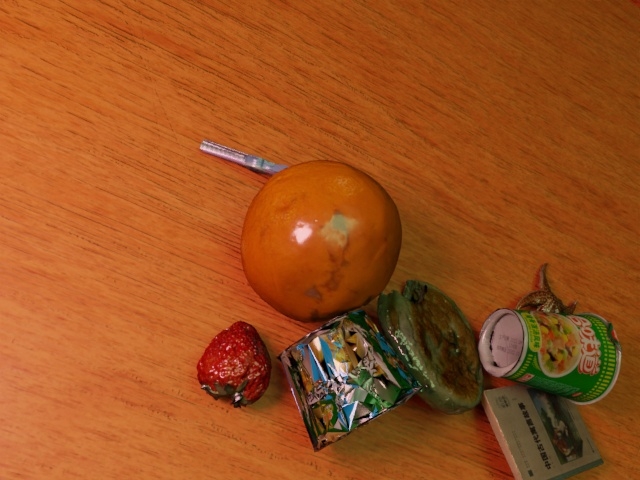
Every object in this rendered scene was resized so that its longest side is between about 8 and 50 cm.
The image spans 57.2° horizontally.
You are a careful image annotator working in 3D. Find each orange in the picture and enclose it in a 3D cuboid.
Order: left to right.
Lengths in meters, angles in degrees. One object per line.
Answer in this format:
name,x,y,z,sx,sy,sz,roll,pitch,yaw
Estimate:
orange,0.000,0.000,1.096,0.312,0.312,0.312,9,65,-21

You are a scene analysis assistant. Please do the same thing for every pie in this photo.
pie,0.238,0.216,1.222,0.302,0.067,0.302,29,42,-30

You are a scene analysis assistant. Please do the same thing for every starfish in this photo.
starfish,0.556,0.153,1.437,0.213,0.057,0.238,19,63,-25

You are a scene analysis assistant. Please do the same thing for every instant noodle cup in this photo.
instant noodle cup,0.045,0.244,1.064,0.240,0.240,0.178,-21,72,-30
instant noodle cup,0.477,0.231,1.254,0.232,0.207,0.207,14,64,-19

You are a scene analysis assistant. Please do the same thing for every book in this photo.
book,0.482,0.409,1.269,0.282,0.025,0.215,-1,58,-36

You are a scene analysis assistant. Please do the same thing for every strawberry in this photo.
strawberry,-0.144,0.218,1.047,0.131,0.131,0.148,32,67,-9

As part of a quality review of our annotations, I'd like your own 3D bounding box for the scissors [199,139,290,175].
scissors,-0.129,-0.160,1.236,0.256,0.125,0.030,18,87,-4
